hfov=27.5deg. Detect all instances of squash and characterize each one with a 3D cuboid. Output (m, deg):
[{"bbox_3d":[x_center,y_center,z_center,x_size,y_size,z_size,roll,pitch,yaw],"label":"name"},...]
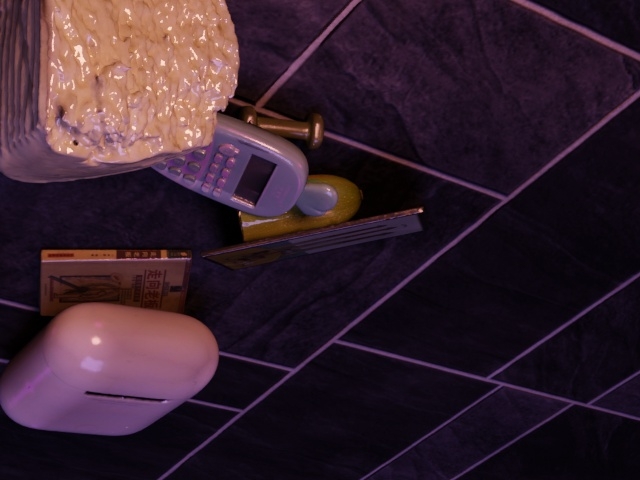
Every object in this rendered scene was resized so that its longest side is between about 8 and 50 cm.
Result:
[{"bbox_3d":[-0.030,-0.053,1.887,0.187,0.095,0.095,-10,146,-4],"label":"squash"}]

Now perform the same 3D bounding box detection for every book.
[{"bbox_3d":[-0.324,0.068,2.049,0.230,0.026,0.161,0,145,-13],"label":"book"}]

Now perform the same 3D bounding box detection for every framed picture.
[{"bbox_3d":[0.000,0.000,1.940,0.323,0.013,0.244,-11,173,6],"label":"framed picture"}]

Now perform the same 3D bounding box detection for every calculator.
[{"bbox_3d":[-0.118,-0.104,1.753,0.298,0.041,0.185,20,151,-6],"label":"calculator"}]

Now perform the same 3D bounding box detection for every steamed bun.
[{"bbox_3d":[-0.236,-0.202,1.460,0.272,0.291,0.273,10,160,-34],"label":"steamed bun"}]

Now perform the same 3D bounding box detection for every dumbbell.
[{"bbox_3d":[-0.054,-0.152,1.765,0.117,0.052,0.046,4,178,-18],"label":"dumbbell"}]

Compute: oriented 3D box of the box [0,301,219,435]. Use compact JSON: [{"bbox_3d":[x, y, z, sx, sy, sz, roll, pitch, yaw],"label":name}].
[{"bbox_3d":[-0.349,0.216,2.127,0.288,0.141,0.349,12,149,-31],"label":"box"}]
